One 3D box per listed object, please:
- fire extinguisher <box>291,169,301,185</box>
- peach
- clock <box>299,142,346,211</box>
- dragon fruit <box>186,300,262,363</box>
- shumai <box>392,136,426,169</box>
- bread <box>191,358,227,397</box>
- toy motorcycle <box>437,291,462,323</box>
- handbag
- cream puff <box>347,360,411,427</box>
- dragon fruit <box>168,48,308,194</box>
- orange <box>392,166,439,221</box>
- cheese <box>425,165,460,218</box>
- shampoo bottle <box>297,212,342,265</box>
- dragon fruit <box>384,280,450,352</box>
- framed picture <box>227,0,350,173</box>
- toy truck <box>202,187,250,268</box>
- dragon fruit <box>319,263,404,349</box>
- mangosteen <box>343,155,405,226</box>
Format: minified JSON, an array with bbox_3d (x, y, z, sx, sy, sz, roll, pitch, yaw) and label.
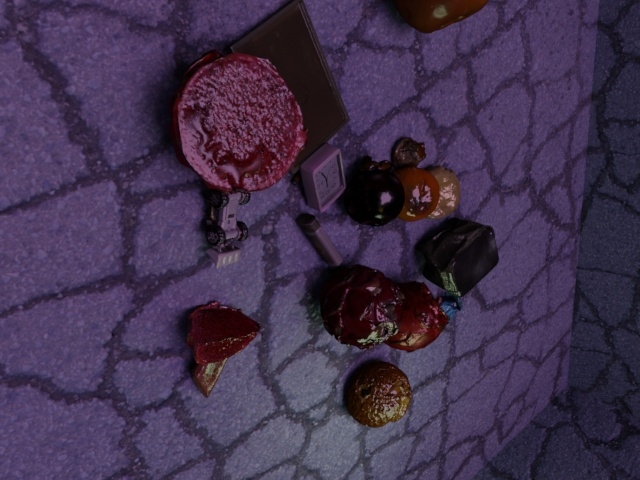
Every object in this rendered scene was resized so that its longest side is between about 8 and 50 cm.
[{"bbox_3d":[-0.068,-0.225,1.809,0.022,0.028,0.083,37,78,-9],"label":"fire extinguisher"},{"bbox_3d":[0.407,-0.886,1.800,0.343,0.343,0.301,-29,99,-30],"label":"peach"},{"bbox_3d":[0.013,-0.212,1.818,0.150,0.063,0.197,-45,146,-26],"label":"clock"},{"bbox_3d":[-0.335,0.290,1.706,0.274,0.161,0.126,-5,137,-48],"label":"dragon fruit"},{"bbox_3d":[0.358,-0.332,2.078,0.146,0.116,0.145,-17,117,-37],"label":"shumai"},{"bbox_3d":[-0.368,0.414,1.744,0.119,0.067,0.192,35,82,-50],"label":"bread"},{"bbox_3d":[0.550,0.321,2.472,0.272,0.124,0.182,4,113,-42],"label":"toy motorcycle"},{"bbox_3d":[0.590,0.061,2.333,0.341,0.240,0.247,-37,125,-25],"label":"handbag"},{"bbox_3d":[0.267,0.665,2.284,0.303,0.212,0.303,-17,114,-42],"label":"cream puff"},{"bbox_3d":[-0.245,-0.311,1.467,0.386,0.249,0.370,9,94,-35],"label":"dragon fruit"},{"bbox_3d":[0.357,-0.178,2.073,0.224,0.170,0.224,-5,114,-10],"label":"orange"},{"bbox_3d":[0.482,-0.201,2.237,0.226,0.117,0.214,-21,112,-29],"label":"cheese"},{"bbox_3d":[0.000,0.000,1.905,0.056,0.086,0.227,-49,131,-19],"label":"shampoo bottle"},{"bbox_3d":[0.362,0.306,2.188,0.302,0.295,0.295,-18,119,-4],"label":"dragon fruit"},{"bbox_3d":[-0.080,-0.479,1.682,0.326,0.028,0.446,-47,130,-28],"label":"framed picture"},{"bbox_3d":[-0.293,-0.066,1.615,0.136,0.111,0.285,-16,118,-54],"label":"toy truck"},{"bbox_3d":[0.145,0.242,1.970,0.329,0.329,0.329,-15,114,-37],"label":"dragon fruit"},{"bbox_3d":[0.189,-0.182,1.934,0.228,0.228,0.265,-2,77,-40],"label":"mangosteen"}]
